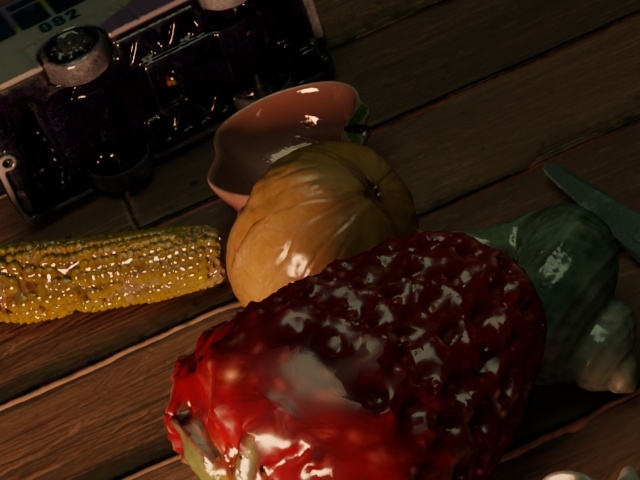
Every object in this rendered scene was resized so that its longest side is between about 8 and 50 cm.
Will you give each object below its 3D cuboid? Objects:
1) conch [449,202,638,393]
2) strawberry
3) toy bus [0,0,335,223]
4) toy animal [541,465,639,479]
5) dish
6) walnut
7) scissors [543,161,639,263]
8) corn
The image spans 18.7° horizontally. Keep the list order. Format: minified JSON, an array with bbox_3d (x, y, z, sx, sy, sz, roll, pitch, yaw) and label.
[{"bbox_3d":[0.208,0.060,1.940,0.277,0.195,0.220,36,73,20],"label":"conch"},{"bbox_3d":[0.054,0.133,1.784,0.345,0.295,0.317,-50,40,-4],"label":"strawberry"},{"bbox_3d":[-0.237,-0.231,2.426,0.440,0.209,0.249,-28,38,-11],"label":"toy bus"},{"bbox_3d":[0.270,0.262,1.717,0.103,0.220,0.131,-15,78,36],"label":"toy animal"},{"bbox_3d":[-0.022,-0.084,2.260,0.213,0.090,0.213,-14,38,11],"label":"dish"},{"bbox_3d":[0.000,0.000,2.061,0.195,0.222,0.195,17,45,-18],"label":"walnut"},{"bbox_3d":[0.362,0.019,2.022,0.192,0.029,0.447,-30,40,-14],"label":"scissors"},{"bbox_3d":[-0.260,0.036,2.216,0.319,0.097,0.097,-8,40,12],"label":"corn"}]
